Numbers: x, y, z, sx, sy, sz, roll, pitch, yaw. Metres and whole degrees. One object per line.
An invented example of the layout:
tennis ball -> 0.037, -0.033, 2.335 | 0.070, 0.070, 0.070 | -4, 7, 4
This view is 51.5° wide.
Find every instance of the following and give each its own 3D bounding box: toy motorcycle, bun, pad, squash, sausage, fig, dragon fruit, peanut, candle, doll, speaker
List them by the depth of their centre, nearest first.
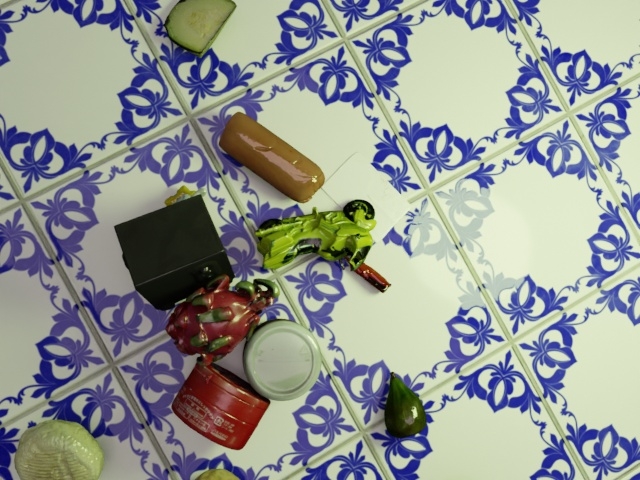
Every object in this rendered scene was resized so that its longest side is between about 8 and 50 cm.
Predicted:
dragon fruit -> -0.248, 0.182, 1.659 | 0.273, 0.218, 0.198 | -41, 49, -20
speaker -> -0.359, 0.042, 1.673 | 0.232, 0.254, 0.184 | -22, 72, -8
bun -> -0.656, 0.542, 1.676 | 0.220, 0.134, 0.220 | 1, 112, 4
peanut -> -0.269, 0.671, 1.731 | 0.159, 0.109, 0.140 | 36, 93, -15
doll -> -0.371, -0.089, 1.770 | 0.135, 0.113, 0.071 | -49, 114, -28
toy motorcycle -> 0.000, 0.001, 1.799 | 0.342, 0.142, 0.206 | -12, 49, -8
sausage -> -0.130, -0.220, 1.806 | 0.304, 0.121, 0.121 | 36, 82, -3
fig -> 0.228, 0.448, 1.820 | 0.117, 0.117, 0.177 | -5, 65, -8
squash -> -0.331, -0.593, 1.842 | 0.184, 0.085, 0.192 | 30, 79, 25
candle -> 0.123, 0.092, 1.859 | 0.162, 0.053, 0.048 | 37, 126, 2
pad -> 0.132, -0.122, 1.890 | 0.232, 0.004, 0.156 | 45, 81, -2

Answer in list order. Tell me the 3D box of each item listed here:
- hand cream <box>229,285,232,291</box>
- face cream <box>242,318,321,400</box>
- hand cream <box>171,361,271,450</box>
hand cream -> -0.262, 0.185, 1.798 | 0.065, 0.043, 0.171 | -1, 86, 32
face cream -> -0.104, 0.306, 1.736 | 0.201, 0.187, 0.201 | 1, 86, -7
hand cream -> -0.255, 0.418, 1.692 | 0.230, 0.230, 0.149 | 33, 81, -4
